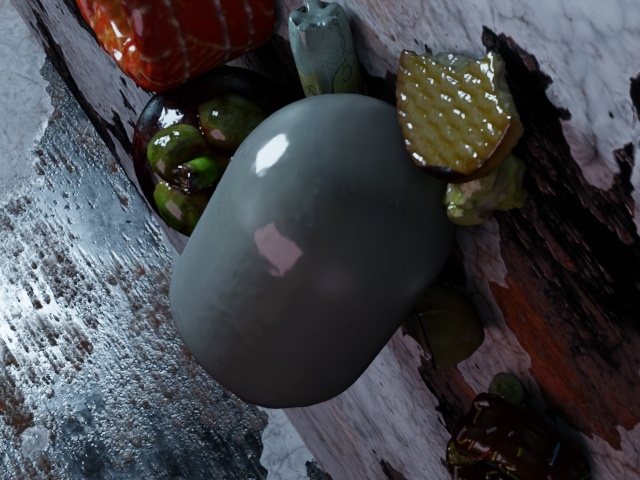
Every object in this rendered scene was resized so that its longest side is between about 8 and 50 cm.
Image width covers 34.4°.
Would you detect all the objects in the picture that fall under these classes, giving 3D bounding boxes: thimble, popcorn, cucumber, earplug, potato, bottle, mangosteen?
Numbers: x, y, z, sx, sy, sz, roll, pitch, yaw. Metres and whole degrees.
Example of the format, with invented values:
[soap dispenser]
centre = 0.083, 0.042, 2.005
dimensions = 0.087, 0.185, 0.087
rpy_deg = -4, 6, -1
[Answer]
[thimble]
centre = -0.242, -0.404, 1.524
dimensions = 0.350, 0.230, 0.350
rpy_deg = 49, 161, 24
[popcorn]
centre = 0.181, -0.071, 1.175
dimensions = 0.109, 0.089, 0.097
rpy_deg = 104, 150, -61
[cucumber]
centre = 0.270, 0.267, 1.584
dimensions = 0.215, 0.052, 0.058
rpy_deg = 89, 174, -62
[earplug]
centre = 0.000, 0.000, 1.345
dimensions = 0.313, 0.312, 0.394
rpy_deg = 53, 142, 16
[potato]
centre = 0.174, 0.099, 1.511
dimensions = 0.261, 0.100, 0.120
rpy_deg = -127, 22, -81
[bottle]
centre = 0.021, -0.196, 1.402
dimensions = 0.083, 0.083, 0.270
rpy_deg = 42, 158, 42
[mangosteen]
centre = -0.167, -0.134, 1.640
dimensions = 0.300, 0.300, 0.300
rpy_deg = 50, 162, 23

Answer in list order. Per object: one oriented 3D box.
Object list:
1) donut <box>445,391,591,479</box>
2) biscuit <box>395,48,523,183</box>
[donut]
centre = 0.276, 0.325, 1.495
dimensions = 0.216, 0.096, 0.230
rpy_deg = 37, 152, 2
[biscuit]
centre = 0.146, -0.153, 1.133
dimensions = 0.176, 0.031, 0.229
rpy_deg = -57, 38, 39
